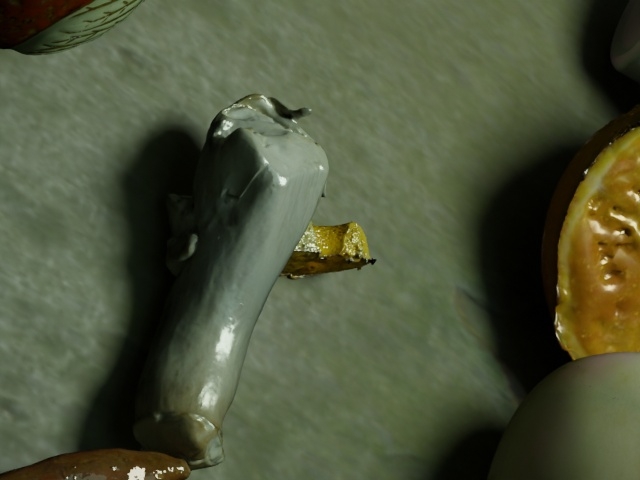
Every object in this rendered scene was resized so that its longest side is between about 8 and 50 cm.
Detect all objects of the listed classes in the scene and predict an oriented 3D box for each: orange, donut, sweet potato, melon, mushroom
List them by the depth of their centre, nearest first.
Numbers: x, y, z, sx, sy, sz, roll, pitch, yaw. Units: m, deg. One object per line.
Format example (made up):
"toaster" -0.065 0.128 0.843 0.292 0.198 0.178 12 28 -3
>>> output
"sweet potato" -0.174 0.164 1.244 0.202 0.058 0.055 -13 66 -34
"mushroom" -0.065 0.028 1.357 0.099 0.096 0.278 26 73 -25
"donut" 0.000 0.000 1.449 0.083 0.067 0.038 -8 66 -12
"melon" 0.229 0.243 1.504 0.223 0.223 0.317 18 69 -41
"orange" 0.339 -0.015 1.631 0.274 0.310 0.274 45 34 -41

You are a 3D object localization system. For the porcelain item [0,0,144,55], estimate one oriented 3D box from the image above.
"porcelain item" -0.166 -0.243 1.221 0.253 0.253 0.253 11 74 -42

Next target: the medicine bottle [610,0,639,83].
"medicine bottle" 0.404 -0.146 1.758 0.274 0.133 0.133 27 60 -9
